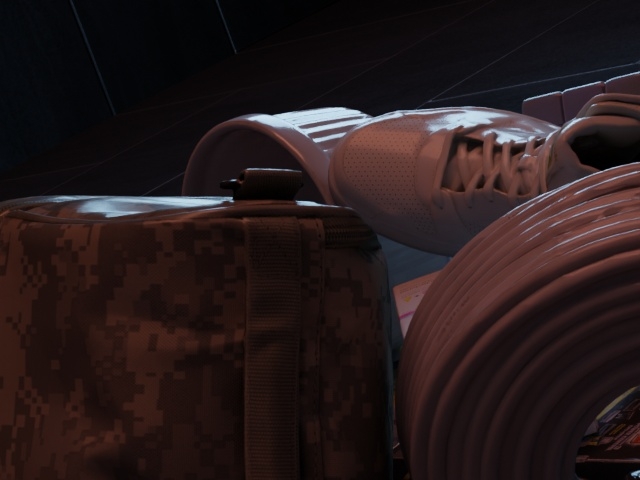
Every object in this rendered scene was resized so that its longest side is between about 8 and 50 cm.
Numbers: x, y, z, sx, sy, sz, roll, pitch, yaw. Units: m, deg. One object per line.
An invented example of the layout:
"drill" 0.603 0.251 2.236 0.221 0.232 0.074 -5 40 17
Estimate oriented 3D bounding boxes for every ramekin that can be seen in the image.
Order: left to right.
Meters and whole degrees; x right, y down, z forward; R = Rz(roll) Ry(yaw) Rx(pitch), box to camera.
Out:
"ramekin" 0.000 0.000 1.456 0.109 0.207 0.207 -19 10 -36

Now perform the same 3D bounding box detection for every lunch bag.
"lunch bag" -0.066 0.123 0.986 0.212 0.305 0.256 1 -2 -21

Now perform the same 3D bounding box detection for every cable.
"cable" 0.163 0.091 0.914 0.257 0.257 0.089 -15 25 12

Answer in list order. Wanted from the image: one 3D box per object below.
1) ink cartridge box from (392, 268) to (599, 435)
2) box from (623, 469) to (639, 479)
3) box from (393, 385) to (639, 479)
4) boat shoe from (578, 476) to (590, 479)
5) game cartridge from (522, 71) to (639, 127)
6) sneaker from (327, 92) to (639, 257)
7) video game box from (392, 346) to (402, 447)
"ink cartridge box" 0.102 0.071 1.183 0.092 0.090 0.143 -20 13 3
"box" 0.191 0.176 0.748 0.108 0.153 0.207 -17 14 9
"box" 0.203 0.099 1.249 0.216 0.060 0.270 -5 20 46
"boat shoe" 0.083 0.169 1.122 0.223 0.080 0.073 -10 5 44
"game cartridge" 0.345 -0.103 1.636 0.230 0.068 0.355 -7 -4 33
"sneaker" 0.136 -0.050 1.254 0.292 0.108 0.169 9 -16 14
"video game box" 0.098 0.091 1.471 0.205 0.048 0.187 -28 13 -31
